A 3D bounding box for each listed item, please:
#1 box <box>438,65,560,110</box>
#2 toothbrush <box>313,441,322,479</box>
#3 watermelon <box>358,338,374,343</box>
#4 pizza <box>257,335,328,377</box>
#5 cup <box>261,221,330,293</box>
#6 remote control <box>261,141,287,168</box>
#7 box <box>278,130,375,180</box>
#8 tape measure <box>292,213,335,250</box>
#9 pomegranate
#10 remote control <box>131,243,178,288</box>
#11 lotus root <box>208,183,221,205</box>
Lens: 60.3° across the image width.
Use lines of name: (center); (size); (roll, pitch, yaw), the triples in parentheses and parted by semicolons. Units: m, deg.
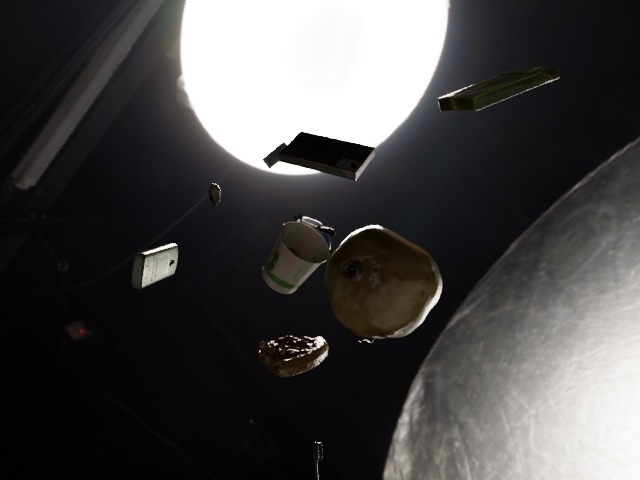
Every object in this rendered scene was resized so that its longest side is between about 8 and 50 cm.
box: (0.521, -0.447, 1.618); (0.311, 0.043, 0.173); (-23, 21, -16)
toothbrush: (-0.005, 0.756, 1.603); (0.031, 0.321, 0.023); (14, -22, -39)
watermelon: (0.229, 0.250, 1.956); (0.127, 0.232, 0.204); (8, -13, -30)
pizza: (-0.060, 0.389, 1.900); (0.268, 0.087, 0.257); (-4, 8, -26)
cup: (-0.125, 0.089, 2.522); (0.253, 0.253, 0.274); (-30, -20, -53)
remote control: (-0.206, -0.406, 2.627); (0.166, 0.065, 0.029); (-46, 9, -31)
box: (0.024, -0.325, 2.087); (0.180, 0.324, 0.047); (-53, -30, -40)
tape measure: (0.000, 0.000, 2.749); (0.097, 0.351, 0.216); (-27, -61, -27)
pomegranate: (0.172, 0.114, 1.567); (0.332, 0.332, 0.332); (-42, -11, -10)
remote control: (-0.466, 0.070, 1.561); (0.233, 0.038, 0.098); (-37, -42, -79)
lotus root: (-0.430, -0.185, 2.251); (0.049, 0.054, 0.099); (-18, -50, -27)
